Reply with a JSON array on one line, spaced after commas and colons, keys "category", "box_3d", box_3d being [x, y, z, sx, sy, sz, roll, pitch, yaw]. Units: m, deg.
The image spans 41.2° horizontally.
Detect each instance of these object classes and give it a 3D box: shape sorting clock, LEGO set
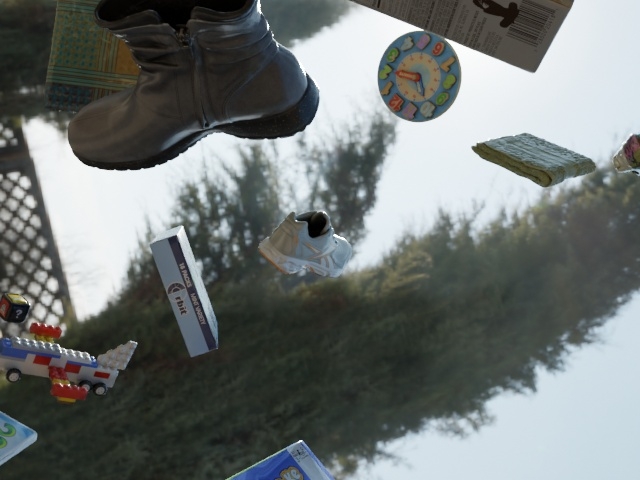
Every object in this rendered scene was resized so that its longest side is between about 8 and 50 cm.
[{"category": "shape sorting clock", "box_3d": [0.221, -0.370, 1.929, 0.206, 0.040, 0.206, 9, -73, 31]}, {"category": "LEGO set", "box_3d": [-0.273, 0.087, 0.697, 0.060, 0.182, 0.244, -65, 172, 11]}]

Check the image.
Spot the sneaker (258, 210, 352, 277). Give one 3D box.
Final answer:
[{"category": "sneaker", "box_3d": [0.000, 0.000, 1.666, 0.099, 0.262, 0.121, 46, -68, 24]}]

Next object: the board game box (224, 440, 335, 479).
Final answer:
[{"category": "board game box", "box_3d": [-0.152, 0.357, 0.814, 0.078, 0.233, 0.347, 48, -66, 18]}]

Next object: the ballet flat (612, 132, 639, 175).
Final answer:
[{"category": "ballet flat", "box_3d": [0.665, -0.171, 1.805, 0.079, 0.221, 0.077, -19, -105, 27]}]

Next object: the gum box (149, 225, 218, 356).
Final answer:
[{"category": "gum box", "box_3d": [-0.185, 0.064, 1.170, 0.184, 0.041, 0.157, -149, -140, -81]}]

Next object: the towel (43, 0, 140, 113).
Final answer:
[{"category": "towel", "box_3d": [-0.405, -0.429, 1.738, 0.040, 0.271, 0.370, 164, -66, -82]}]

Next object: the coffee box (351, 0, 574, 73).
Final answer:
[{"category": "coffee box", "box_3d": [0.101, -0.264, 0.720, 0.098, 0.246, 0.141, 101, 14, -68]}]

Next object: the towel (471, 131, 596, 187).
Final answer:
[{"category": "towel", "box_3d": [0.293, -0.113, 1.174, 0.148, 0.110, 0.027, 32, -51, 45]}]

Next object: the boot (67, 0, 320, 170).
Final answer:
[{"category": "boot", "box_3d": [-0.186, -0.193, 0.948, 0.223, 0.338, 0.118, 47, 37, -55]}]
